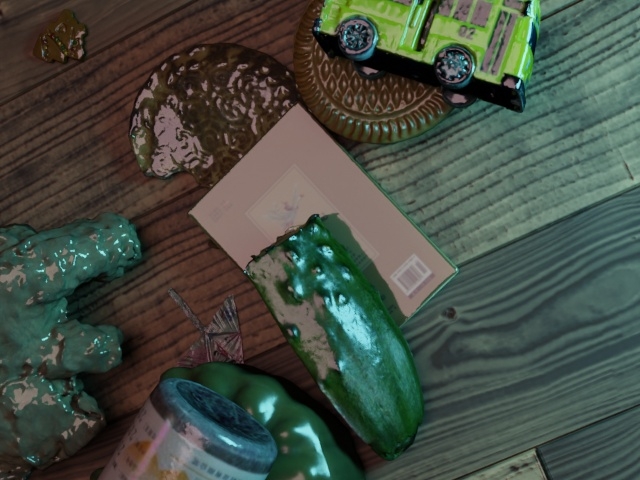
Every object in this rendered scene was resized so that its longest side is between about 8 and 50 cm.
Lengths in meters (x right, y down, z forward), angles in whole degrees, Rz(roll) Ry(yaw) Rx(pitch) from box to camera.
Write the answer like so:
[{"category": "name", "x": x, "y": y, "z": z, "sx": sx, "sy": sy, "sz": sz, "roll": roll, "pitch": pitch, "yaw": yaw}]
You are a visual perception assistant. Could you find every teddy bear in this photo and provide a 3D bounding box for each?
[{"category": "teddy bear", "x": -0.423, "y": 0.147, "z": 1.716, "sx": 0.357, "sy": 0.224, "sz": 0.368, "roll": -1, "pitch": 99, "yaw": 16}]

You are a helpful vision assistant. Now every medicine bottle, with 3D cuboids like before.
[{"category": "medicine bottle", "x": -0.182, "y": 0.309, "z": 1.427, "sx": 0.165, "sy": 0.165, "sz": 0.273, "roll": 33, "pitch": 94, "yaw": 18}]

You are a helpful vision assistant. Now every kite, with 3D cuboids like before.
[{"category": "kite", "x": -0.163, "y": 0.126, "z": 1.712, "sx": 0.152, "sy": 0.005, "sz": 0.137, "roll": 38, "pitch": 96, "yaw": 18}]

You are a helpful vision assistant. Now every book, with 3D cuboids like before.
[{"category": "book", "x": 0.000, "y": 0.000, "z": 1.642, "sx": 0.217, "sy": 0.021, "sz": 0.310, "roll": -44, "pitch": 82, "yaw": 10}]

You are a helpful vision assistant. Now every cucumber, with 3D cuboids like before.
[{"category": "cucumber", "x": 0.038, "y": 0.125, "z": 1.564, "sx": 0.105, "sy": 0.145, "sz": 0.325, "roll": -31, "pitch": 89, "yaw": 18}]

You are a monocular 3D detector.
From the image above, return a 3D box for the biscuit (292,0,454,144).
[{"category": "biscuit", "x": 0.080, "y": -0.248, "z": 1.631, "sx": 0.259, "sy": 0.079, "sz": 0.259, "roll": -2, "pitch": 84, "yaw": 16}]

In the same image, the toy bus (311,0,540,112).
[{"category": "toy bus", "x": 0.138, "y": -0.256, "z": 1.509, "sx": 0.262, "sy": 0.128, "sz": 0.150, "roll": 18, "pitch": 87, "yaw": 12}]

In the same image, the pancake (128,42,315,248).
[{"category": "pancake", "x": -0.134, "y": -0.131, "z": 1.715, "sx": 0.288, "sy": 0.033, "sz": 0.286, "roll": 2, "pitch": 87, "yaw": 18}]

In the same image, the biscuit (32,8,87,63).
[{"category": "biscuit", "x": -0.381, "y": -0.291, "z": 1.816, "sx": 0.092, "sy": 0.016, "sz": 0.082, "roll": -19, "pitch": 80, "yaw": 13}]

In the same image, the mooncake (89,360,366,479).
[{"category": "mooncake", "x": -0.119, "y": 0.334, "z": 1.586, "sx": 0.351, "sy": 0.187, "sz": 0.351, "roll": -2, "pitch": 82, "yaw": 16}]
